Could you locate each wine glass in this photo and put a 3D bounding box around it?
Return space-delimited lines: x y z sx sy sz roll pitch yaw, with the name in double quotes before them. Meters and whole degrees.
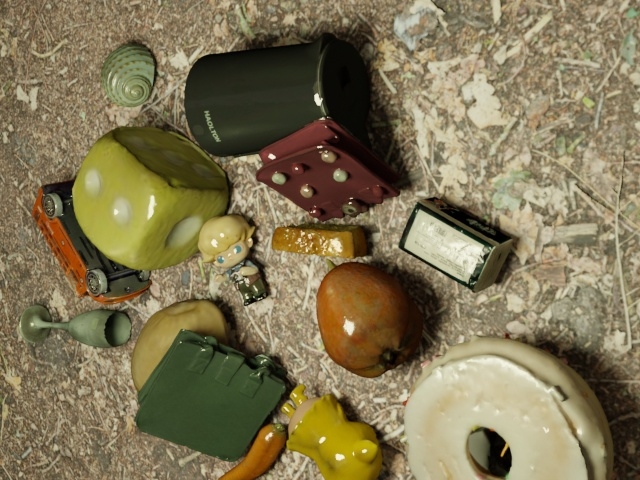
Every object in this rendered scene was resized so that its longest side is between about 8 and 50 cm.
"wine glass" -0.643 0.194 2.160 0.309 0.264 0.096 0 80 36

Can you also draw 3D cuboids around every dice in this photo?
"dice" -0.355 -0.090 1.928 0.233 0.238 0.227 45 118 24

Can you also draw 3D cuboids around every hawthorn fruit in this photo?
"hawthorn fruit" 0.073 0.124 1.687 0.199 0.199 0.251 -51 51 29

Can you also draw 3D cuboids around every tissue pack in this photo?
"tissue pack" 0.234 0.006 1.605 0.170 0.090 0.103 34 114 30

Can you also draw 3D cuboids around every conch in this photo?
"conch" -0.430 -0.371 2.037 0.135 0.102 0.153 -49 67 14

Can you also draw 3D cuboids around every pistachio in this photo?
"pistachio" -0.305 0.236 1.984 0.181 0.162 0.293 33 116 -5

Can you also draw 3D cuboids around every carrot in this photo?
"carrot" -0.148 0.478 1.965 0.066 0.062 0.271 31 122 -7

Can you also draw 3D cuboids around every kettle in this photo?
"kettle" -0.075 -0.238 1.734 0.308 0.203 0.262 -1 93 33

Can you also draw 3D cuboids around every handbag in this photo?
"handbag" -0.230 0.318 1.901 0.247 0.079 0.260 26 116 -16
"handbag" 0.012 -0.116 1.680 0.203 0.216 0.074 -18 48 41

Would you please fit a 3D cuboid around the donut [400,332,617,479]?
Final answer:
"donut" 0.315 0.343 1.556 0.383 0.142 0.382 4 98 36

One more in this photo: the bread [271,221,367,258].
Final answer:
"bread" 0.000 0.000 1.766 0.187 0.103 0.065 4 98 37

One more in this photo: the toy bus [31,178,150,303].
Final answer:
"toy bus" -0.536 0.018 2.139 0.329 0.143 0.153 55 132 16

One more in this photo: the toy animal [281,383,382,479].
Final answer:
"toy animal" 0.015 0.383 1.783 0.230 0.156 0.156 40 117 29

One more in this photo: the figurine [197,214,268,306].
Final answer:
"figurine" -0.179 0.041 1.905 0.114 0.108 0.196 -22 88 39
